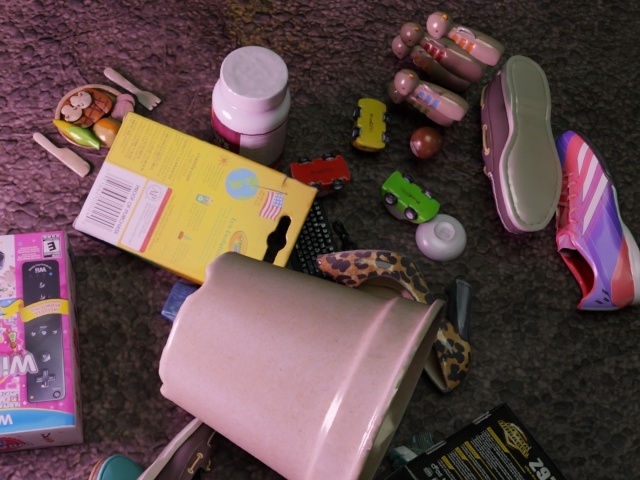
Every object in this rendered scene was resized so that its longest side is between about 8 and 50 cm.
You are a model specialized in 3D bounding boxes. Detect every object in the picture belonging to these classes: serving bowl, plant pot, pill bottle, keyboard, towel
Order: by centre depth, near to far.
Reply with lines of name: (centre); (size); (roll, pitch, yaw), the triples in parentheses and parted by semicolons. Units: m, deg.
plant pot: (-0.036, 0.173, 1.464); (0.306, 0.333, 0.333); (24, 63, 11)
towel: (-0.177, 0.108, 1.634); (0.120, 0.029, 0.067); (21, 62, 4)
pill bottle: (-0.109, -0.195, 1.684); (0.121, 0.221, 0.121); (3, 61, -5)
keyboard: (0.000, 0.000, 1.713); (0.108, 0.023, 0.180); (-13, 67, -13)
serving bowl: (0.196, -0.009, 1.737); (0.083, 0.027, 0.083); (3, 64, -6)

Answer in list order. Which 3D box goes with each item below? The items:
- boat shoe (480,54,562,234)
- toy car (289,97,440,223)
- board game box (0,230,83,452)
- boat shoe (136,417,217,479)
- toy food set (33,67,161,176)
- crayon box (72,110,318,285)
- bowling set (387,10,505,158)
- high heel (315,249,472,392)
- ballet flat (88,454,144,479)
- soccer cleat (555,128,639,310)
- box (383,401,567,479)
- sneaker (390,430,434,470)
boat shoe: (0.320, -0.148, 1.783); (0.117, 0.097, 0.324); (13, 62, -24)
toy car: (0.089, -0.098, 1.749); (0.225, 0.053, 0.239); (39, 58, 7)
board game box: (-0.462, 0.147, 1.545); (0.224, 0.097, 0.303); (-6, 65, -9)
boat shoe: (-0.192, 0.312, 1.471); (0.069, 0.081, 0.228); (44, 32, 0)
toy food set: (-0.366, -0.205, 1.762); (0.132, 0.038, 0.192); (35, 65, 11)
crayon box: (-0.186, -0.042, 1.650); (0.319, 0.081, 0.202); (23, 81, 5)
bowling set: (0.166, -0.249, 1.748); (0.154, 0.287, 0.199); (29, 83, -2)
high heel: (0.109, 0.117, 1.618); (0.261, 0.093, 0.186); (16, 56, -12)
ballet flat: (-0.259, 0.431, 1.398); (0.116, 0.124, 0.342); (23, 22, -36)
soccer cleat: (0.423, -0.036, 1.738); (0.117, 0.108, 0.318); (-12, 68, -8)
box: (0.260, 0.400, 1.449); (0.257, 0.079, 0.322); (-18, 65, -49)
sneaker: (0.182, 0.337, 1.547); (0.166, 0.065, 0.076); (43, 59, 10)
